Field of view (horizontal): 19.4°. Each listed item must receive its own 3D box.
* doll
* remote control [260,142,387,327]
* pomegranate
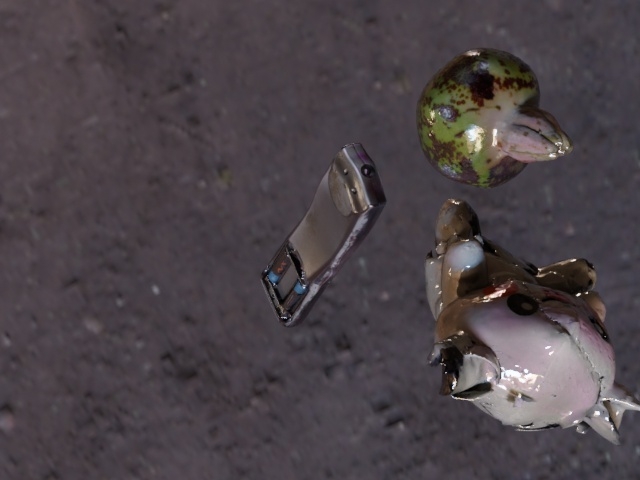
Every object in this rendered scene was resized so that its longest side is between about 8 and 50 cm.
[{"bbox_3d":[0.122,0.056,1.206,0.095,0.149,0.192,-57,22,20],"label":"doll"},{"bbox_3d":[0.000,0.000,1.395,0.028,0.212,0.059,-11,66,-24],"label":"remote control"},{"bbox_3d":[0.175,-0.115,1.819,0.163,0.138,0.125,14,19,19],"label":"pomegranate"}]
